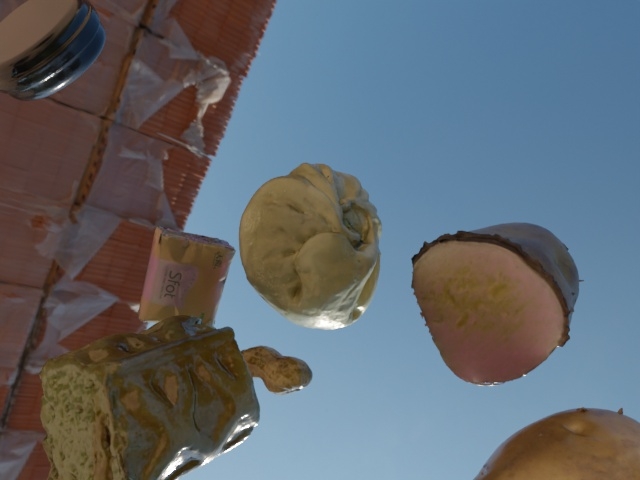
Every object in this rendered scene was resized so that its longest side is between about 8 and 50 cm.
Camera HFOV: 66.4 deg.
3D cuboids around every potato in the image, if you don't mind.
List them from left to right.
[{"bbox_3d":[0.281,0.070,0.750,0.229,0.266,0.230,7,-78,37],"label":"potato"},{"bbox_3d":[0.257,0.241,0.492,0.234,0.161,0.128,-8,-89,6],"label":"potato"}]

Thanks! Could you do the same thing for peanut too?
[{"bbox_3d":[-0.104,0.276,1.045,0.192,0.089,0.089,12,-97,35],"label":"peanut"}]

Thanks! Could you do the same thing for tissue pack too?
[{"bbox_3d":[-0.370,0.105,1.351,0.123,0.214,0.257,-136,-120,-66],"label":"tissue pack"}]

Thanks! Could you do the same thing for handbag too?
[{"bbox_3d":[-0.556,-0.392,0.980,0.253,0.093,0.308,-41,-131,-4],"label":"handbag"}]

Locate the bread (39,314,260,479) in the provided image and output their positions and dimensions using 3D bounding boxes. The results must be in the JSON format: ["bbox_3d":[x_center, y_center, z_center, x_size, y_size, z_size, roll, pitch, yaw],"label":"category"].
[{"bbox_3d":[-0.234,0.223,0.678,0.196,0.252,0.239,-35,-113,33],"label":"bread"}]

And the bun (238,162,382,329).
[{"bbox_3d":[0.000,0.000,0.751,0.160,0.259,0.260,-30,-129,53],"label":"bun"}]
